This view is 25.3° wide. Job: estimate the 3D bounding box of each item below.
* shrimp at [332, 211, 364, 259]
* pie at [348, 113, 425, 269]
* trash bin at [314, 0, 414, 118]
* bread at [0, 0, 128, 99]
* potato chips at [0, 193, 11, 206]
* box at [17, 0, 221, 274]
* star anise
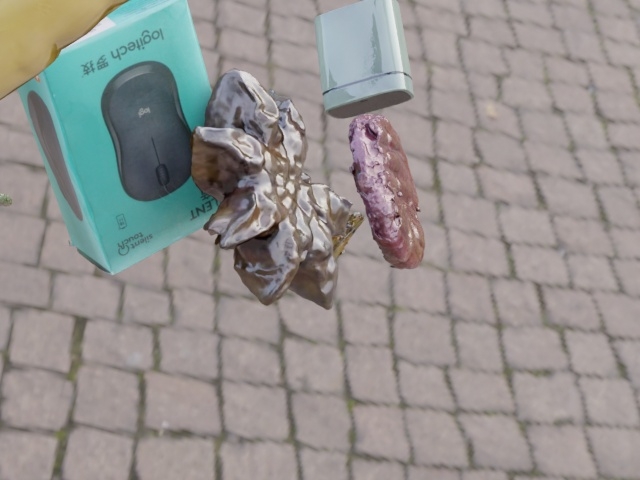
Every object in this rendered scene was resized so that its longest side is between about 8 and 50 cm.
[{"bbox_3d":[0.006,0.005,1.927,0.045,0.162,0.095,42,27,-11],"label":"shrimp"},{"bbox_3d":[0.062,-0.045,1.306,0.036,0.154,0.154,-16,41,14],"label":"pie"},{"bbox_3d":[0.054,-0.233,1.823,0.059,0.116,0.130,24,55,-63],"label":"trash bin"},{"bbox_3d":[-0.254,-0.243,0.844,0.361,0.394,0.250,54,3,-7],"label":"bread"},{"bbox_3d":[-0.459,0.017,1.226,0.358,0.070,0.429,-19,7,7],"label":"potato chips"},{"bbox_3d":[-0.233,-0.138,1.723,0.205,0.311,0.118,-27,35,-22],"label":"box"},{"bbox_3d":[-0.056,-0.058,1.719,0.315,0.108,0.315,32,48,-44],"label":"star anise"}]
